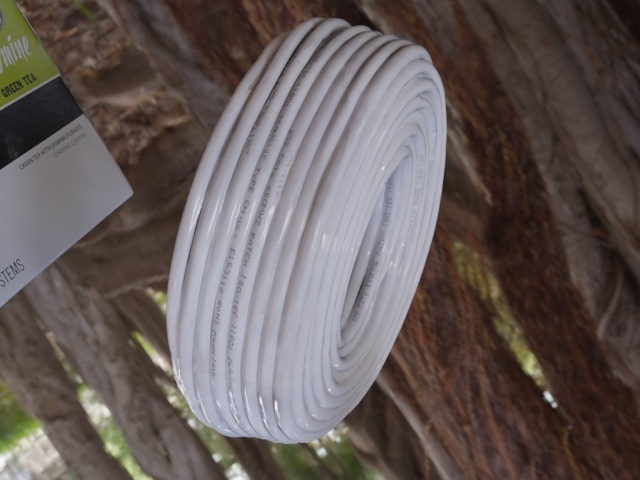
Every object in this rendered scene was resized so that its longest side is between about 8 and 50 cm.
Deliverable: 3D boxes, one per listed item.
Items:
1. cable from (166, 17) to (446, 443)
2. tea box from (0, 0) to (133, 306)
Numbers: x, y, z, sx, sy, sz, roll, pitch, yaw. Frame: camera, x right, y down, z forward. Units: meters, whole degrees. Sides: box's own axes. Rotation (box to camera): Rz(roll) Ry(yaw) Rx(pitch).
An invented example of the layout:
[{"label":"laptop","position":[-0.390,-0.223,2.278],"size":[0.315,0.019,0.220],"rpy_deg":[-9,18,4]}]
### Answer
[{"label":"cable","position":[0.000,0.000,0.617],"size":[0.257,0.089,0.257],"rpy_deg":[-54,156,-48]},{"label":"tea box","position":[-0.361,-0.067,0.706],"size":[0.220,0.323,0.329],"rpy_deg":[-20,-163,28]}]
